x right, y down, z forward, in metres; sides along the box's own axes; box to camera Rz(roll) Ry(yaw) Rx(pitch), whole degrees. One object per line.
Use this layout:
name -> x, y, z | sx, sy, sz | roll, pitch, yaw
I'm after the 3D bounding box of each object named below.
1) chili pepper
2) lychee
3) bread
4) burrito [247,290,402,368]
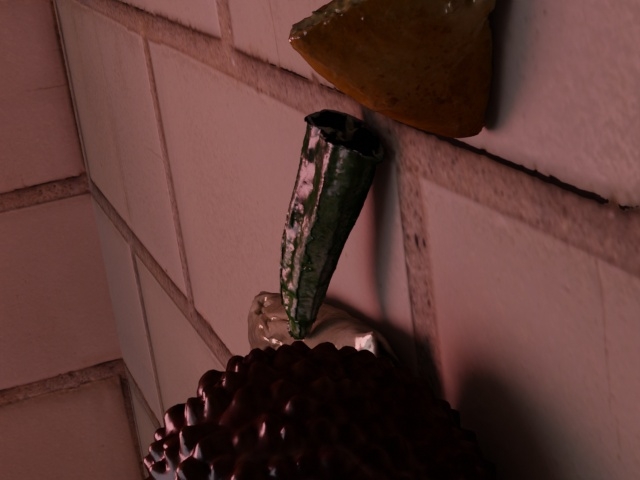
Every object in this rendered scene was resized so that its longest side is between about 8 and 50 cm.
chili pepper -> 0.000, 0.000, 1.054 | 0.088, 0.059, 0.227 | 53, 138, 49
lychee -> 0.007, 0.239, 0.896 | 0.306, 0.306, 0.330 | 112, 154, -62
bread -> 0.047, -0.132, 0.762 | 0.054, 0.136, 0.154 | -98, 8, -58
burrito -> -0.002, 0.118, 1.193 | 0.392, 0.076, 0.117 | -170, 68, -70
